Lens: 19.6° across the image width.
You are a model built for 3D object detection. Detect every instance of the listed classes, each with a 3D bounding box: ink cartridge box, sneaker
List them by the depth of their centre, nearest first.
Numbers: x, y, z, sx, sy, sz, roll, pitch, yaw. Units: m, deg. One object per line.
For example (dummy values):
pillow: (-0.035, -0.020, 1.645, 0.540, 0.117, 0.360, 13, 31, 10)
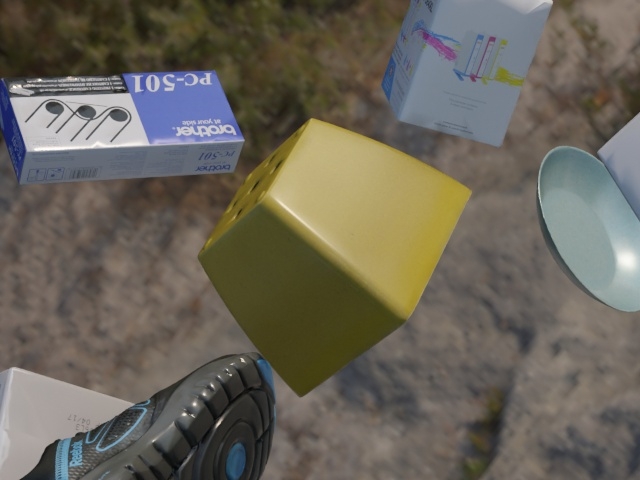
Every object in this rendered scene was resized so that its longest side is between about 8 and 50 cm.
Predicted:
ink cartridge box: (0.117, -0.163, 1.463, 0.092, 0.090, 0.143, -107, 33, -66)
sneaker: (-0.153, 0.176, 1.529, 0.139, 0.341, 0.125, 5, 110, 28)
ink cartridge box: (-0.183, -0.104, 1.687, 0.046, 0.207, 0.097, 112, 145, -43)

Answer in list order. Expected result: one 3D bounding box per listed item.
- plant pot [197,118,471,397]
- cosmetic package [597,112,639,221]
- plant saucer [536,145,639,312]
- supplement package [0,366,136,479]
plant pot: (0.000, 0.000, 1.966, 0.212, 0.187, 0.212, -39, 15, 46)
cosmetic package: (0.410, 0.028, 1.580, 0.155, 0.197, 0.365, -45, 45, 22)
plant saucer: (0.284, -0.006, 1.975, 0.037, 0.195, 0.195, -32, 46, 36)
supplement package: (-0.301, 0.250, 1.776, 0.293, 0.177, 0.175, -22, 54, 52)
